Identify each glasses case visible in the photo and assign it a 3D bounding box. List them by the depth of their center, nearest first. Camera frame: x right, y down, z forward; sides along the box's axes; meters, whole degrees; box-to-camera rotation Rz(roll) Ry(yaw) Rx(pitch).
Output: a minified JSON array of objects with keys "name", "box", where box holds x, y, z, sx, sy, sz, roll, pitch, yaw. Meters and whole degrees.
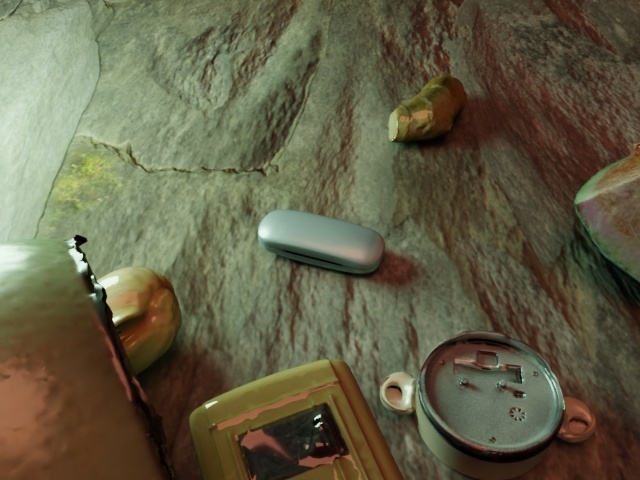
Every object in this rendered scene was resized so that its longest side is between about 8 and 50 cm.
[{"name":"glasses case","box":[0.000,0.000,0.806,0.179,0.045,0.067,14,50,14]}]

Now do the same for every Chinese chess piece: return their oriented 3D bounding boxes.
[{"name":"Chinese chess piece","box":[-0.194,0.168,0.448,0.147,0.349,0.349,-22,51,-22]}]

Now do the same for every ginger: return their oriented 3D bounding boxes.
[{"name":"ginger","box":[0.184,-0.219,0.982,0.095,0.068,0.190,9,45,44]}]

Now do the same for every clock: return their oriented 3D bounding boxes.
[{"name":"clock","box":[0.180,0.172,0.633,0.229,0.063,0.155,9,50,9]}]

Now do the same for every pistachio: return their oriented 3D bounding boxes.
[{"name":"pistachio","box":[-0.256,0.113,0.679,0.201,0.117,0.145,-36,19,-14]}]

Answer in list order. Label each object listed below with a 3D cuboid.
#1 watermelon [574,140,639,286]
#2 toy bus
[{"name":"watermelon","box":[0.535,-0.037,0.730,0.292,0.319,0.222,52,26,-4]},{"name":"toy bus","box":[0.018,0.288,0.443,0.177,0.201,0.365,-18,50,-14]}]
